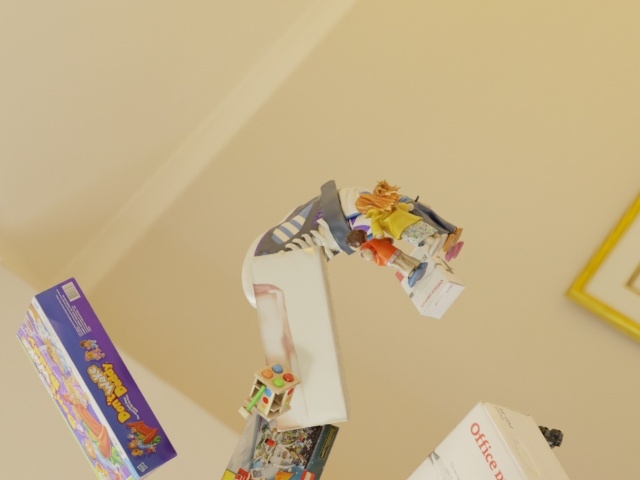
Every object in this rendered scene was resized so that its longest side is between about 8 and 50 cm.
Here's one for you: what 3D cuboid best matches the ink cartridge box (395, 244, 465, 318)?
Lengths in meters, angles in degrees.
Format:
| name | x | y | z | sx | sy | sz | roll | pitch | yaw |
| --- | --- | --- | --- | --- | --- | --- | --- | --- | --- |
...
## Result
| name | x | y | z | sx | sy | sz | roll | pitch | yaw |
| --- | --- | --- | --- | --- | --- | --- | --- | --- | --- |
| ink cartridge box | 0.229 | 0.084 | 2.191 | 0.056 | 0.135 | 0.099 | 18 | -61 | -38 |

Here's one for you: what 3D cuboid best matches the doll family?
| name | x | y | z | sx | sy | sz | roll | pitch | yaw |
| --- | --- | --- | --- | --- | --- | --- | --- | --- | --- |
| doll family | 0.142 | -0.035 | 1.721 | 0.263 | 0.163 | 0.118 | -24 | -39 | -60 |

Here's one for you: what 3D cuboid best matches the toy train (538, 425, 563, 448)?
| name | x | y | z | sx | sy | sz | roll | pitch | yaw |
| --- | --- | --- | --- | --- | --- | --- | --- | --- | --- |
| toy train | 0.306 | 0.301 | 1.647 | 0.027 | 0.158 | 0.036 | 23 | -103 | -53 |

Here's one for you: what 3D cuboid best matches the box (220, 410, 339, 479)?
| name | x | y | z | sx | sy | sz | roll | pitch | yaw |
| --- | --- | --- | --- | --- | --- | --- | --- | --- | --- |
| box | -0.079 | 0.404 | 1.846 | 0.044 | 0.159 | 0.233 | 106 | -173 | -51 |

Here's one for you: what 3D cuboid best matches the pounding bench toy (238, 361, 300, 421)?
| name | x | y | z | sx | sy | sz | roll | pitch | yaw |
| --- | --- | --- | --- | --- | --- | --- | --- | --- | --- |
| pounding bench toy | -0.079 | 0.224 | 1.541 | 0.083 | 0.052 | 0.065 | -21 | -42 | -49 |

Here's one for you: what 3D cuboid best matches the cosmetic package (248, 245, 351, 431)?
| name | x | y | z | sx | sy | sz | roll | pitch | yaw |
| --- | --- | --- | --- | --- | --- | --- | --- | --- | --- |
| cosmetic package | -0.033 | 0.163 | 1.794 | 0.153 | 0.129 | 0.296 | 32 | -131 | -86 |

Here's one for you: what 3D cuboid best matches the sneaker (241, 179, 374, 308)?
| name | x | y | z | sx | sy | sz | roll | pitch | yaw |
| --- | --- | --- | --- | --- | --- | --- | --- | --- | --- |
| sneaker | 0.000 | 0.000 | 2.101 | 0.130 | 0.236 | 0.323 | 58 | -140 | -19 |

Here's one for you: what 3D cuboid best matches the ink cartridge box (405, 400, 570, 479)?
| name | x | y | z | sx | sy | sz | roll | pitch | yaw |
| --- | --- | --- | --- | --- | --- | --- | --- | --- | --- |
| ink cartridge box | 0.215 | 0.396 | 1.453 | 0.117 | 0.207 | 0.283 | 20 | -61 | -35 |

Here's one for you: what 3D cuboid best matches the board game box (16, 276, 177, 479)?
| name | x | y | z | sx | sy | sz | roll | pitch | yaw |
| --- | --- | --- | --- | --- | --- | --- | --- | --- | --- |
| board game box | -0.394 | 0.262 | 1.810 | 0.078 | 0.347 | 0.233 | -28 | -9 | -30 |
